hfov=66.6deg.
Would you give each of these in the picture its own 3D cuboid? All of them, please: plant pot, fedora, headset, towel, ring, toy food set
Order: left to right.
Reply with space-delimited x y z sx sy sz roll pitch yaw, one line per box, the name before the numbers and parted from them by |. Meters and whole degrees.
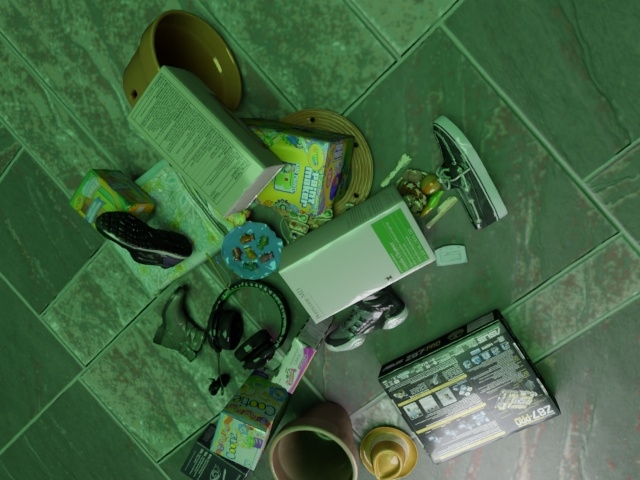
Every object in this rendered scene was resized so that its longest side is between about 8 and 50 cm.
towel | -0.490 -0.040 1.516 0.374 0.090 0.320 -32 93 20
plant pot | -0.384 -0.429 1.306 0.203 0.291 0.290 -15 100 36
headset | -0.245 0.310 1.537 0.243 0.185 0.394 29 94 11
ring | -0.016 -0.200 1.379 0.337 0.032 0.336 4 106 14
plant pot | 0.002 0.610 1.472 0.263 0.229 0.263 4 105 15
fedora | 0.208 0.680 1.515 0.194 0.079 0.194 4 105 14
toy food set | 0.261 -0.129 1.317 0.192 0.038 0.132 41 110 2

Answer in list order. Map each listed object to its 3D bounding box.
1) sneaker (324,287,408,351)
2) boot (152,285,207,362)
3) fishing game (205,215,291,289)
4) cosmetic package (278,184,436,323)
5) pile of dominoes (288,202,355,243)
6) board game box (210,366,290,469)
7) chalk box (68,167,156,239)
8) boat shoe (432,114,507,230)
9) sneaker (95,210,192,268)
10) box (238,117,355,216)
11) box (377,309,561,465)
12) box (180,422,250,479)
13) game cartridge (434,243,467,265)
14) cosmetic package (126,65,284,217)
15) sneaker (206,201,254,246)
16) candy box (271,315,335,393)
sneaker | 0.105 0.206 1.397 0.269 0.101 0.153 -29 111 14
boot | -0.438 0.274 1.596 0.161 0.083 0.246 25 114 1
fishing game | -0.198 0.033 1.431 0.264 0.041 0.189 -21 112 2
cosmetic package | 0.091 0.036 1.299 0.365 0.155 0.197 -31 111 10
pile of dominoes | 0.000 0.000 1.388 0.196 0.040 0.251 2 106 12
board game box | -0.196 0.526 1.480 0.142 0.275 0.144 21 109 9
chalk box | -0.617 -0.122 1.415 0.213 0.132 0.132 40 105 8
boat shoe | 0.354 -0.167 1.245 0.105 0.113 0.306 -33 103 6
sneaker | -0.511 0.019 1.369 0.124 0.283 0.107 -35 50 26
box | -0.086 -0.198 1.227 0.279 0.290 0.177 13 107 13
box | 0.413 0.424 1.387 0.395 0.097 0.318 -33 92 20
box | -0.345 0.761 1.668 0.207 0.108 0.153 32 109 5
game cartridge | 0.360 0.039 1.346 0.083 0.017 0.056 -8 105 17
cosmetic package | -0.241 -0.210 1.044 0.296 0.129 0.153 47 110 2
sneaker | -0.253 -0.078 1.451 0.094 0.081 0.208 -33 105 20
candy box | -0.044 0.308 1.406 0.071 0.233 0.159 30 110 7
